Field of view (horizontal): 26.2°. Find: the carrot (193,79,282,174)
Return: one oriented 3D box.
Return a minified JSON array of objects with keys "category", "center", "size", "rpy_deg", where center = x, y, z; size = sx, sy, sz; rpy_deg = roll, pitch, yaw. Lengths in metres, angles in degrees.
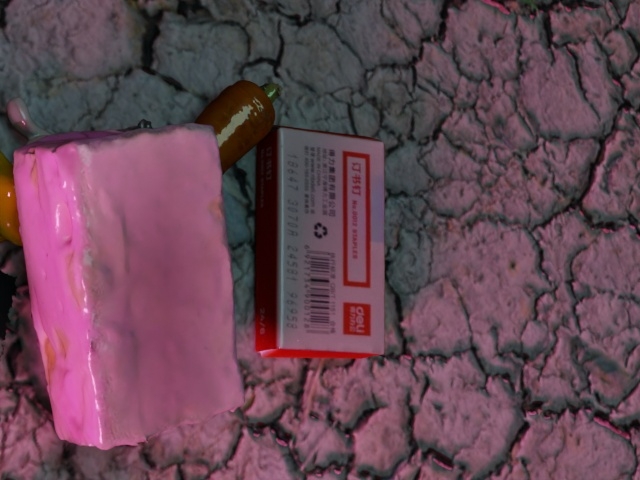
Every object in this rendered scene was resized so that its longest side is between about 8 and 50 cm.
[{"category":"carrot","center":[-0.126,-0.059,1.289],"size":[0.061,0.061,0.256],"rpy_deg":[45,73,-15]}]

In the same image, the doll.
[{"category":"doll","center":[-0.255,-0.061,1.209],"size":[0.113,0.071,0.135],"rpy_deg":[-2,78,-37]}]

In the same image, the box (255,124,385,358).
[{"category":"box","center":[0.000,0.000,1.342],"size":[0.123,0.050,0.229],"rpy_deg":[5,79,-29]}]

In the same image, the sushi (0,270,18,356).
[{"category":"sushi","center":[-0.382,0.066,1.012],"size":[0.373,0.100,0.296],"rpy_deg":[28,51,-32]}]

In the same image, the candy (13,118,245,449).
[{"category":"candy","center":[-0.164,0.033,1.173],"size":[0.155,0.116,0.265],"rpy_deg":[-14,105,-40]}]
